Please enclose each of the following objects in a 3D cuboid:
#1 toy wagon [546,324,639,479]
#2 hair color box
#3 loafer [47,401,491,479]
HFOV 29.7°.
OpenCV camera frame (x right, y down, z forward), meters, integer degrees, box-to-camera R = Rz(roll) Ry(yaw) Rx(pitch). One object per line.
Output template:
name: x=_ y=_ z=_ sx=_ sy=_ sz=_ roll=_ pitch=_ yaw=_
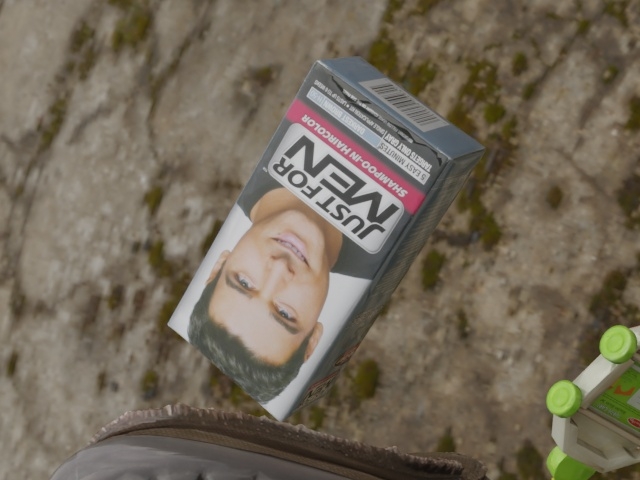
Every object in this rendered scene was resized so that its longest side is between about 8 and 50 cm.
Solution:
toy wagon: x=0.462 y=0.271 z=1.879 sx=0.344 sy=0.267 sz=0.068 roll=-48 pitch=36 yaw=16
hair color box: x=0.000 y=0.000 z=1.360 sx=0.185 sy=0.113 sz=0.374 roll=38 pitch=115 yaw=16
loafer: x=0.035 y=0.157 z=0.529 sx=0.134 sy=0.366 sz=0.130 roll=-59 pitch=29 yaw=9
